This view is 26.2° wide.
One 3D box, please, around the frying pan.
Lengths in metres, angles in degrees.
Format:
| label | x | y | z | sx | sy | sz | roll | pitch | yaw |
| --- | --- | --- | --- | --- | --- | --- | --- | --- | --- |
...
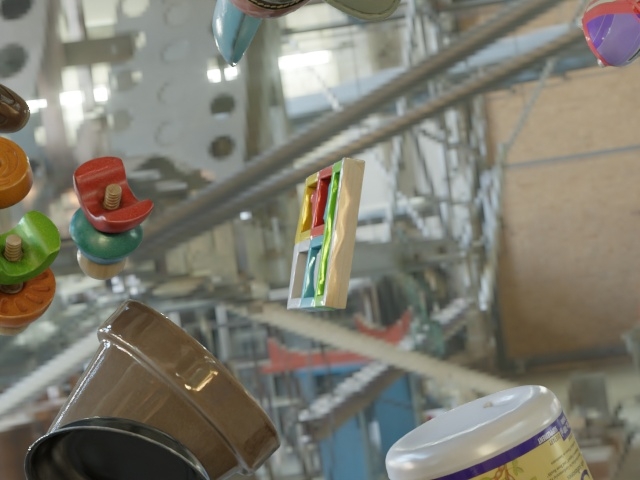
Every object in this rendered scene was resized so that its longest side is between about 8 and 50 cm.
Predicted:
| label | x | y | z | sx | sy | sz | roll | pitch | yaw |
| --- | --- | --- | --- | --- | --- | --- | --- | --- | --- |
| frying pan | -0.130 | 0.246 | 1.349 | 0.326 | 0.197 | 0.053 | 8 | 46 | 7 |

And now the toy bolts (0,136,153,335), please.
| label | x | y | z | sx | sy | sz | roll | pitch | yaw |
| --- | --- | --- | --- | --- | --- | --- | --- | --- | --- |
| toy bolts | -0.327 | -0.009 | 1.627 | 0.229 | 0.218 | 0.158 | -16 | -33 | -27 |

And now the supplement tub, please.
| label | x | y | z | sx | sy | sz | roll | pitch | yaw |
| --- | --- | --- | --- | --- | --- | --- | --- | --- | --- |
| supplement tub | 0.251 | 0.379 | 1.766 | 0.241 | 0.331 | 0.241 | -24 | 1 | 1 |

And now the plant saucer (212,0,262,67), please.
| label | x | y | z | sx | sy | sz | roll | pitch | yaw |
| --- | --- | --- | --- | --- | --- | --- | --- | --- | --- |
| plant saucer | -0.058 | -0.356 | 1.608 | 0.044 | 0.317 | 0.317 | 24 | -2 | -2 |

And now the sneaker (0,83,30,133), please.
| label | x | y | z | sx | sy | sz | roll | pitch | yaw |
| --- | --- | --- | --- | --- | --- | --- | --- | --- | --- |
| sneaker | -0.466 | -0.191 | 1.764 | 0.188 | 0.066 | 0.071 | 24 | -1 | 6 |

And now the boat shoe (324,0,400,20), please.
| label | x | y | z | sx | sy | sz | roll | pitch | yaw |
| --- | --- | --- | --- | --- | --- | --- | --- | --- | --- |
| boat shoe | -0.026 | -0.441 | 1.986 | 0.340 | 0.127 | 0.113 | 33 | 7 | -6 |

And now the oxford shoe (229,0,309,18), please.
| label | x | y | z | sx | sy | sz | roll | pitch | yaw |
| --- | --- | --- | --- | --- | --- | --- | --- | --- | --- |
| oxford shoe | 0.070 | -0.370 | 1.354 | 0.397 | 0.140 | 0.146 | -49 | 12 | -12 |

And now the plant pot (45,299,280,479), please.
| label | x | y | z | sx | sy | sz | roll | pitch | yaw |
| --- | --- | --- | --- | --- | --- | --- | --- | --- | --- |
| plant pot | -0.215 | 0.241 | 1.649 | 0.229 | 0.263 | 0.263 | -48 | 13 | -18 |

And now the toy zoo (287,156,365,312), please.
| label | x | y | z | sx | sy | sz | roll | pitch | yaw |
| --- | --- | --- | --- | --- | --- | --- | --- | --- | --- |
| toy zoo | 0.000 | 0.000 | 1.857 | 0.030 | 0.192 | 0.293 | 9 | -5 | -12 |

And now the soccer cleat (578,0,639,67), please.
| label | x | y | z | sx | sy | sz | roll | pitch | yaw |
| --- | --- | --- | --- | --- | --- | --- | --- | --- | --- |
| soccer cleat | 0.365 | -0.250 | 1.497 | 0.095 | 0.083 | 0.248 | -27 | -1 | 40 |
